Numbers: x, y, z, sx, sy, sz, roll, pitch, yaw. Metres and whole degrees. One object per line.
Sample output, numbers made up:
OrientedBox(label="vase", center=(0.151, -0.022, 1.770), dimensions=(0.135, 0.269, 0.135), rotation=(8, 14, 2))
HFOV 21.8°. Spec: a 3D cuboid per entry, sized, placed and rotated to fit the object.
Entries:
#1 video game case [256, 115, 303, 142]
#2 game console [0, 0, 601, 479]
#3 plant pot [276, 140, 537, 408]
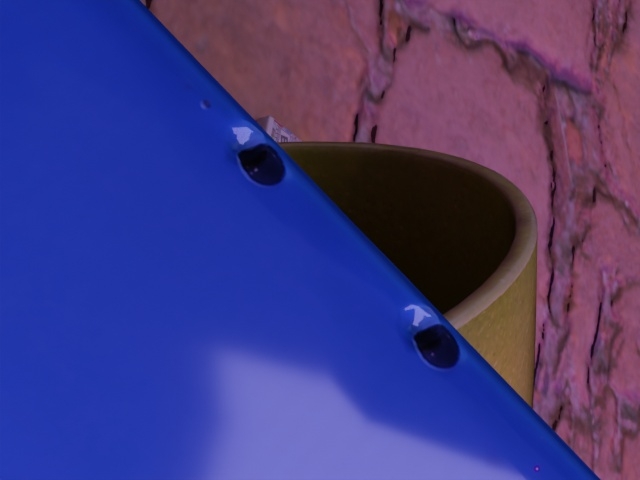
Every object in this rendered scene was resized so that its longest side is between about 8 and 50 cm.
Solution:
OrientedBox(label="video game case", center=(0.000, 0.000, 0.894), dimensions=(0.122, 0.011, 0.087), rotation=(38, 51, -41))
OrientedBox(label="game console", center=(-0.099, 0.098, 0.431), dimensions=(0.293, 0.250, 0.173), rotation=(46, 30, 1))
OrientedBox(label="plant pot", center=(-0.039, 0.144, 0.621), dimensions=(0.275, 0.275, 0.293), rotation=(-35, 121, -51))
